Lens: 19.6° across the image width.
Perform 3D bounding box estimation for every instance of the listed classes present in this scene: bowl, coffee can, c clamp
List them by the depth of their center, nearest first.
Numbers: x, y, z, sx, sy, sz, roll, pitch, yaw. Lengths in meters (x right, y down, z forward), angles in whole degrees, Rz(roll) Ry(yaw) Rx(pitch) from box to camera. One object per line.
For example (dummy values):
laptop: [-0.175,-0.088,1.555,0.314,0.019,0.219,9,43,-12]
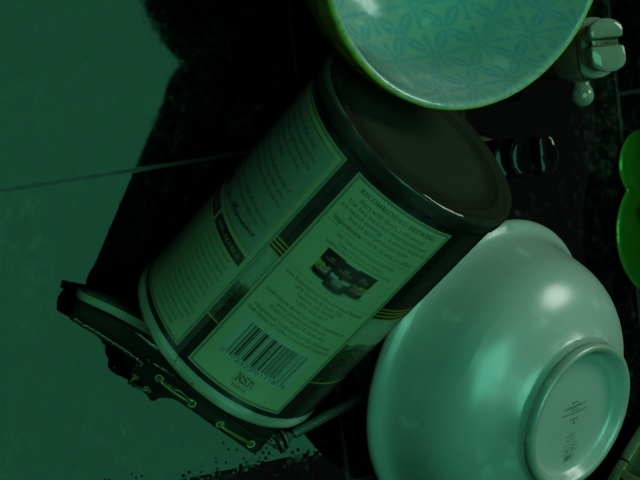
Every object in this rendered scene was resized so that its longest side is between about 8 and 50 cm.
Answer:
bowl: [0.083,-0.261,1.557,0.289,0.156,0.290,-8,106,-31]
coffee can: [0.000,0.000,1.600,0.201,0.201,0.275,33,118,-19]
bowl: [0.190,0.140,1.712,0.298,0.134,0.298,-21,122,-38]
c clamp: [0.000,0.151,1.771,0.160,0.022,0.137,-21,101,-15]

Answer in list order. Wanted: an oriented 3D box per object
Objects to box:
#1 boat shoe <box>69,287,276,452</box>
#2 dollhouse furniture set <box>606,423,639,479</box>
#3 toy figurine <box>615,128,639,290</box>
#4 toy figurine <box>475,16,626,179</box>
boat shoe: [-0.134,0.119,1.689,0.227,0.081,0.069,29,94,-14]
dollhouse furniture set: [0.389,0.281,1.887,0.129,0.129,0.183,-57,139,-5]
toy figurine: [0.393,-0.030,1.861,0.159,0.130,0.173,-3,72,-32]
toy figurine: [0.156,-0.169,1.735,0.213,0.148,0.209,38,77,-16]
